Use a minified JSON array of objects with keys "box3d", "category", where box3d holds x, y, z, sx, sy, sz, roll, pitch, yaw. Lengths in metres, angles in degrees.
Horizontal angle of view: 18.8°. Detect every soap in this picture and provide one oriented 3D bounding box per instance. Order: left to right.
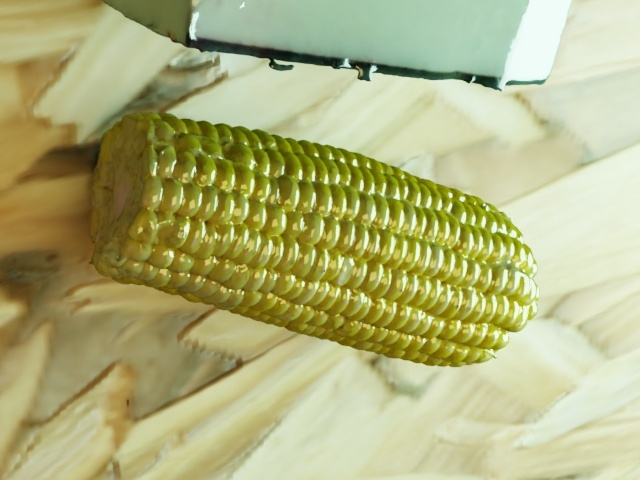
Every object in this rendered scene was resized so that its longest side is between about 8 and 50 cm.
[{"box3d":[0.003,-0.128,0.851,0.231,0.145,0.091,4,106,-34],"category":"soap"}]

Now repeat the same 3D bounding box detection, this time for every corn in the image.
[{"box3d":[0.000,0.000,0.931,0.244,0.093,0.093,17,98,-36],"category":"corn"}]
